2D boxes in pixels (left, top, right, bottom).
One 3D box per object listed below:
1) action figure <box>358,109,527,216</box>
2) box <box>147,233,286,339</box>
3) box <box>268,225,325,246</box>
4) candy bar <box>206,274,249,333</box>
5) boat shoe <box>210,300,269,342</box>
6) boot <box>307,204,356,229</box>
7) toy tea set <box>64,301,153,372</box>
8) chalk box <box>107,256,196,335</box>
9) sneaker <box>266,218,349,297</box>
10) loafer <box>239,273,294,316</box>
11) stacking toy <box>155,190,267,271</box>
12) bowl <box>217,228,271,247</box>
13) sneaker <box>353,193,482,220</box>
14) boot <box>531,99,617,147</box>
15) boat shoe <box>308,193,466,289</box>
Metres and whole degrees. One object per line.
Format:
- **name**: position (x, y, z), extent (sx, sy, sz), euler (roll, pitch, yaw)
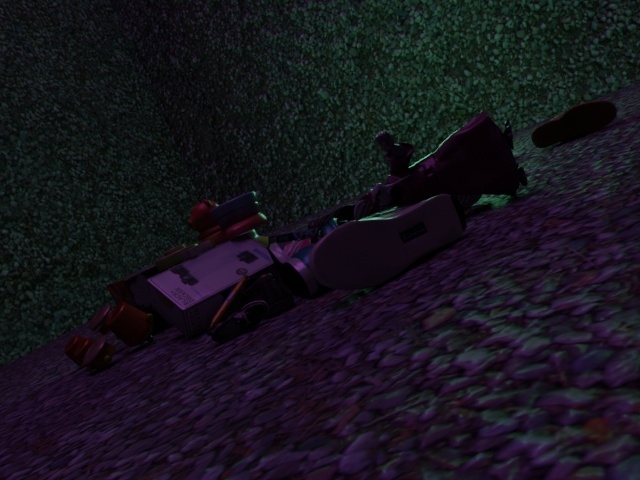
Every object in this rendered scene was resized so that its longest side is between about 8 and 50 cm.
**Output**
- **action figure**: position (0.259, -0.158, 1.523), extent (0.370, 0.248, 0.276), euler (-20, 5, 15)
- **box**: position (-0.245, 0.103, 1.616), extent (0.290, 0.087, 0.169), euler (-27, 40, -32)
- **box**: position (0.000, 0.000, 1.750), extent (0.233, 0.044, 0.159), euler (-10, -9, 43)
- **candy bar**: position (-0.206, 0.141, 1.500), extent (0.161, 0.018, 0.040), euler (-57, -3, -29)
- **boat shoe**: position (-0.156, 0.158, 1.299), extent (0.125, 0.046, 0.038), euler (-27, 5, 1)
- **boot**: position (0.097, -0.060, 1.845), extent (0.246, 0.084, 0.161), euler (-4, -6, -33)
- **toy tea set**: position (-0.554, 0.271, 1.779), extent (0.336, 0.124, 0.200), euler (-10, 44, 56)
- **chalk box**: position (-0.437, 0.143, 1.968), extent (0.289, 0.180, 0.179), euler (-26, 6, -33)
- **sneaker**: position (-0.007, 0.025, 1.480), extent (0.178, 0.124, 0.295), euler (-29, 17, -12)
- **loafer**: position (-0.123, 0.106, 1.452), extent (0.096, 0.084, 0.267), euler (-28, 6, -17)
- **stacking toy**: position (-0.314, -0.042, 1.797), extent (0.279, 0.130, 0.309), euler (-28, 5, -37)
- **bowl**: position (-0.206, 0.061, 1.881), extent (0.289, 0.156, 0.289), euler (-24, 6, 3)
- **sneaker**: position (0.234, -0.093, 1.671), extent (0.321, 0.126, 0.127), euler (-14, 9, -4)
- **boot**: position (0.817, -0.380, 2.120), extent (0.262, 0.095, 0.203), euler (-25, 2, 40)
- **boat shoe**: position (0.107, 0.015, 1.269), extent (0.340, 0.127, 0.158), euler (-18, -5, -27)
